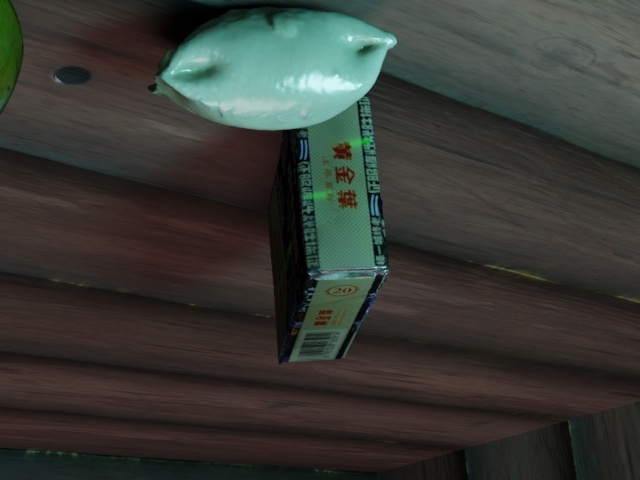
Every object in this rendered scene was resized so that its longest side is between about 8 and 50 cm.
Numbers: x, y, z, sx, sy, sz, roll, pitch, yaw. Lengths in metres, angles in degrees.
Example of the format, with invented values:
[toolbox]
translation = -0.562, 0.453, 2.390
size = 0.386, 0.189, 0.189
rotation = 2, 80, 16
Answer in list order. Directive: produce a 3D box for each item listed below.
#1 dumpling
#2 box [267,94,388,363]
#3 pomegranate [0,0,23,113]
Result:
[dumpling]
translation = -0.045, -0.157, 1.037
size = 0.216, 0.149, 0.105
rotation = -10, 121, -6
[box]
translation = 0.000, 0.000, 1.291
size = 0.084, 0.198, 0.310
rotation = -2, 159, -8
[pomegranate]
translation = -0.331, -0.155, 0.869
size = 0.225, 0.187, 0.187
rotation = 38, 138, -27
